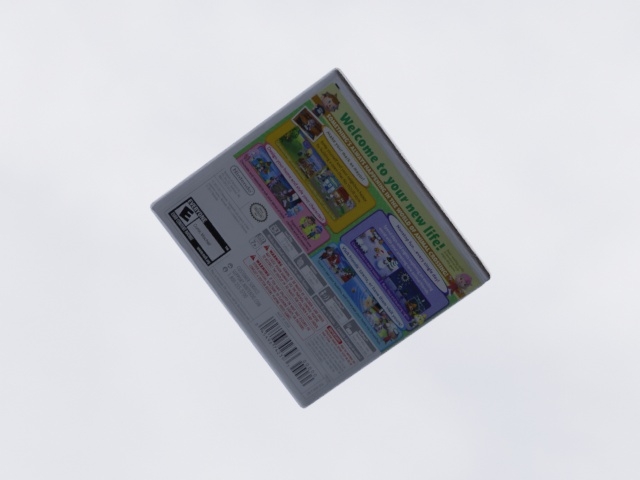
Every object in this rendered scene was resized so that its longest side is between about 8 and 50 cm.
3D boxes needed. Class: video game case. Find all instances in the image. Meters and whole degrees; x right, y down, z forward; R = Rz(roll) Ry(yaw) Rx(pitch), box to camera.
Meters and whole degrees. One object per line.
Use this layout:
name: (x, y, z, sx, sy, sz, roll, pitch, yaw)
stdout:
video game case: (0.000, 0.000, 1.573, 0.212, 0.193, 0.023, 53, -168, -5)
